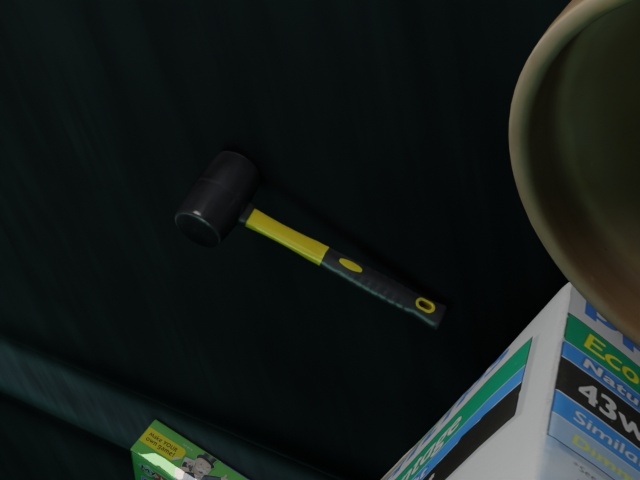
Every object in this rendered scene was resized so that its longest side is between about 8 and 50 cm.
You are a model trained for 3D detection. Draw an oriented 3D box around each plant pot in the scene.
[{"bbox_3d":[0.203,-0.037,0.489,0.237,0.110,0.237,28,147,20],"label":"plant pot"}]

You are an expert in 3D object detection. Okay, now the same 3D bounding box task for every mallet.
[{"bbox_3d":[0.000,0.000,0.836,0.189,0.062,0.039,22,149,0],"label":"mallet"}]

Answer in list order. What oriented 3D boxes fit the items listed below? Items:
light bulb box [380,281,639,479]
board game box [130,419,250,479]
[{"bbox_3d":[0.174,0.260,0.616,0.358,0.361,0.225,39,113,-1],"label":"light bulb box"},{"bbox_3d":[-0.054,0.330,1.304,0.317,0.046,0.214,30,147,15],"label":"board game box"}]
